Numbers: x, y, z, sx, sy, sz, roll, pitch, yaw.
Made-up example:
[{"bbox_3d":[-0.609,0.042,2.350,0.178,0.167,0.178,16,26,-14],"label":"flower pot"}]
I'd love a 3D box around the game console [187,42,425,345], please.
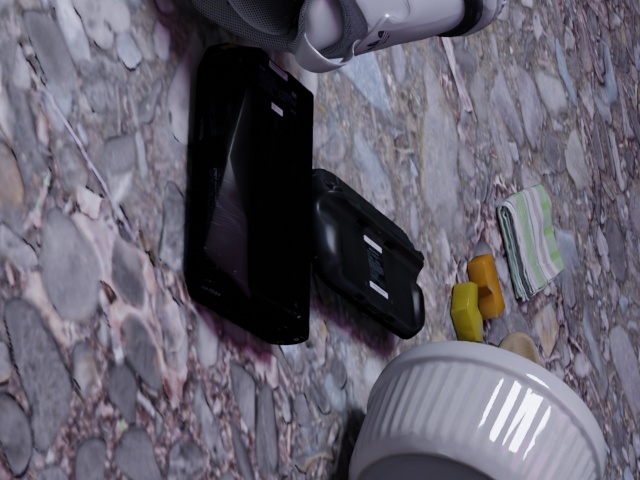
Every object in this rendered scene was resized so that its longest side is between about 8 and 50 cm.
[{"bbox_3d":[0.000,0.000,1.435,0.361,0.044,0.213,36,50,-54],"label":"game console"}]

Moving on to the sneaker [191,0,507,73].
[{"bbox_3d":[-0.026,-0.290,1.360,0.210,0.137,0.366,-28,77,-34],"label":"sneaker"}]

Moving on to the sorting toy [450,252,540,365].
[{"bbox_3d":[0.192,0.179,1.762,0.229,0.041,0.307,-39,116,-62],"label":"sorting toy"}]

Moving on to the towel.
[{"bbox_3d":[0.239,-0.001,1.954,0.152,0.023,0.113,-25,103,-64],"label":"towel"}]

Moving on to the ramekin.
[{"bbox_3d":[0.121,0.192,1.428,0.207,0.207,0.109,64,38,-29],"label":"ramekin"}]
